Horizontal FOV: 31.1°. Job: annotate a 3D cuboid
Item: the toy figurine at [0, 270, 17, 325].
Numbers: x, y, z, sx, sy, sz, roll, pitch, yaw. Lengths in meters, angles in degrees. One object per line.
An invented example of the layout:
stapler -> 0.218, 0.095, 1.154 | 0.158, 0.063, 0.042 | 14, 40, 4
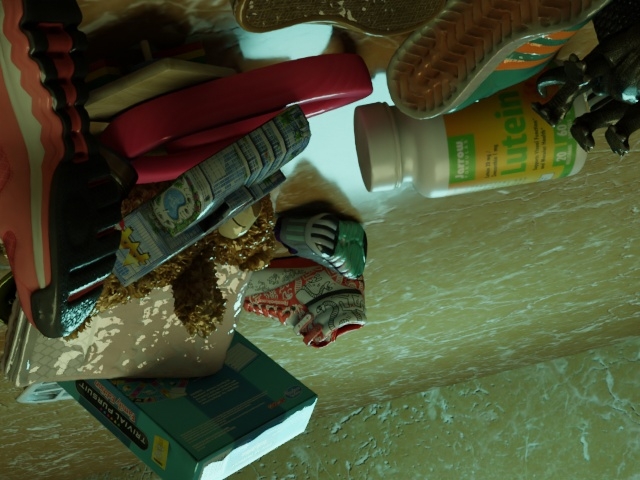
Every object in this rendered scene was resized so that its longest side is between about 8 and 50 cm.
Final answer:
toy figurine -> -0.489, 0.070, 1.570 | 0.363, 0.191, 0.217 | -35, -163, 9

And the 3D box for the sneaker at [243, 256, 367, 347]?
sneaker -> -0.058, 0.107, 1.871 | 0.270, 0.144, 0.090 | -10, 162, -3

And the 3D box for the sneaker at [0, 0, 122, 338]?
sneaker -> -0.261, -0.072, 0.978 | 0.136, 0.313, 0.116 | -6, -176, 19

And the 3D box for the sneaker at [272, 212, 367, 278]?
sneaker -> 0.000, 0.000, 1.731 | 0.098, 0.083, 0.224 | 7, 167, 22

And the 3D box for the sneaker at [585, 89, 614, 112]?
sneaker -> 0.428, -0.203, 1.341 | 0.132, 0.086, 0.229 | -7, 173, -30

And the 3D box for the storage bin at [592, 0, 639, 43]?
storage bin -> 0.366, -0.242, 1.157 | 0.122, 0.084, 0.180 | -6, 163, -16

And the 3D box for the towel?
towel -> -0.229, 0.052, 1.478 | 0.317, 0.053, 0.331 | -2, 128, -31

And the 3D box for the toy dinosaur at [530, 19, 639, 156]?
toy dinosaur -> 0.292, -0.159, 1.063 | 0.160, 0.121, 0.313 | -34, 173, -9

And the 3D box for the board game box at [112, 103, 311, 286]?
board game box -> -0.117, -0.037, 1.127 | 0.194, 0.060, 0.194 | -37, -176, -32

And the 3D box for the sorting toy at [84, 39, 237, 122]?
sorting toy -> -0.166, -0.158, 1.119 | 0.132, 0.046, 0.274 | -19, 175, 25

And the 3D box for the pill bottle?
pill bottle -> 0.167, -0.123, 1.312 | 0.246, 0.136, 0.136 | -10, 162, -6

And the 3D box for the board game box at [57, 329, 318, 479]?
board game box -> -0.213, 0.196, 1.662 | 0.254, 0.336, 0.079 | -21, 139, -49

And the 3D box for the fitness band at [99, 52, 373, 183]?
fitness band -> -0.086, -0.124, 1.198 | 0.291, 0.054, 0.209 | -17, 176, -8

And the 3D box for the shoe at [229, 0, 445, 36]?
shoe -> 0.015, -0.229, 1.042 | 0.219, 0.058, 0.076 | -6, 131, -28

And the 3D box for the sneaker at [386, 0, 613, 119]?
sneaker -> 0.199, -0.224, 1.105 | 0.302, 0.108, 0.121 | -33, 172, 38

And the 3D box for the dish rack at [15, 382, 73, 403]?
dish rack -> -0.389, 0.232, 2.174 | 0.333, 0.072, 0.285 | 0, 159, -31

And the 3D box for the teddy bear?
teddy bear -> -0.192, -0.008, 1.287 | 0.338, 0.245, 0.113 | 0, 149, -25

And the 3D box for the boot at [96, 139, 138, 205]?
boot -> -0.294, -0.072, 1.097 | 0.219, 0.106, 0.082 | 26, 153, -4
